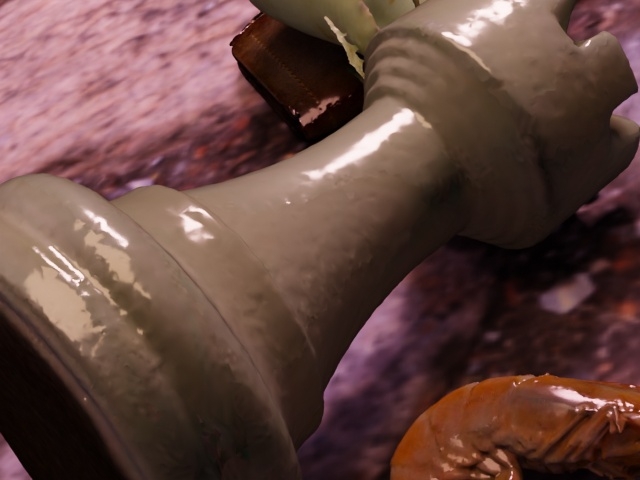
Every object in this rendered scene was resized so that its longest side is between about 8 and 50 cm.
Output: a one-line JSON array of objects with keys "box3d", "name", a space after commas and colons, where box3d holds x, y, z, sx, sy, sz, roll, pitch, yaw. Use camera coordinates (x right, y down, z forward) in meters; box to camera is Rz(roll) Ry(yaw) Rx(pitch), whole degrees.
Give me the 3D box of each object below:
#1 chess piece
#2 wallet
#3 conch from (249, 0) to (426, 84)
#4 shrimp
[{"box3d": [0.000, 0.000, 0.808, 0.299, 0.194, 0.194, -36, 39, -23], "name": "chess piece"}, {"box3d": [0.072, -0.153, 1.032, 0.255, 0.031, 0.137, -32, 39, -5], "name": "wallet"}, {"box3d": [0.021, -0.143, 0.971, 0.106, 0.079, 0.170, -42, 51, -2], "name": "conch"}, {"box3d": [0.100, 0.097, 0.735, 0.162, 0.045, 0.095, -2, 47, 27], "name": "shrimp"}]
